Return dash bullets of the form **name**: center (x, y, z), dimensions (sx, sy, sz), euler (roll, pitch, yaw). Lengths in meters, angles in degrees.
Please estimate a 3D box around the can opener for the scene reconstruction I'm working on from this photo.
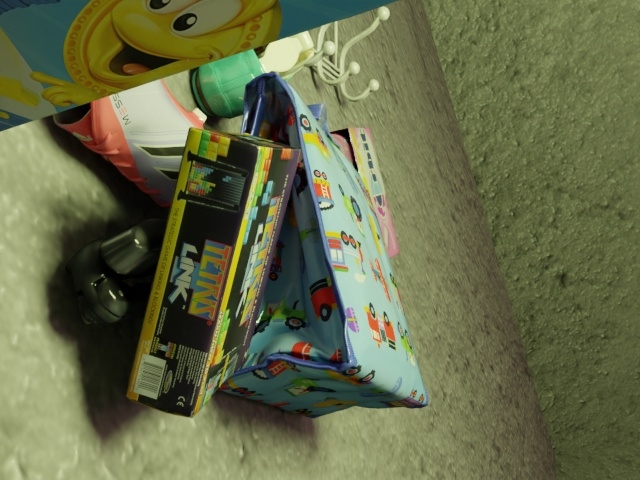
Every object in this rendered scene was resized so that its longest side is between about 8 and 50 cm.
- **can opener**: center (-0.114, 0.025, 0.569), dimensions (0.186, 0.073, 0.059), euler (14, 56, -80)

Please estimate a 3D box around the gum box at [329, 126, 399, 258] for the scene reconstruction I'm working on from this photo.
- **gum box**: center (0.046, -0.051, 1.080), dimensions (0.107, 0.062, 0.188), euler (-23, 99, -71)

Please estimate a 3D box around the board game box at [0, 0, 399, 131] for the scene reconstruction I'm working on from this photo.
- **board game box**: center (-0.136, -0.162, 0.241), dimensions (0.308, 0.302, 0.086), euler (47, 34, -56)

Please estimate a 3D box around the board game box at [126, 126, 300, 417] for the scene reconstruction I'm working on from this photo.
- **board game box**: center (-0.066, 0.014, 0.548), dimensions (0.141, 0.048, 0.170), euler (-33, 138, -79)

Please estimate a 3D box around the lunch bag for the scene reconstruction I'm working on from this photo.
- **lunch bag**: center (0.000, 0.000, 0.760), dimensions (0.221, 0.138, 0.293), euler (40, 44, -61)

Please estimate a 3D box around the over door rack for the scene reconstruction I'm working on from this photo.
- **over door rack**: center (0.009, -0.375, 1.132), dimensions (0.239, 0.108, 0.324), euler (10, 68, -71)

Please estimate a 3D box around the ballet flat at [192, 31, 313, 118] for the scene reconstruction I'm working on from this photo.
- **ballet flat**: center (-0.052, -0.187, 0.848), dimensions (0.247, 0.087, 0.083), euler (-66, 139, -62)

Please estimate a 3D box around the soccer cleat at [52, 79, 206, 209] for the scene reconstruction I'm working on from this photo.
- **soccer cleat**: center (-0.134, -0.080, 0.578), dimensions (0.095, 0.083, 0.248), euler (-53, 141, -28)
